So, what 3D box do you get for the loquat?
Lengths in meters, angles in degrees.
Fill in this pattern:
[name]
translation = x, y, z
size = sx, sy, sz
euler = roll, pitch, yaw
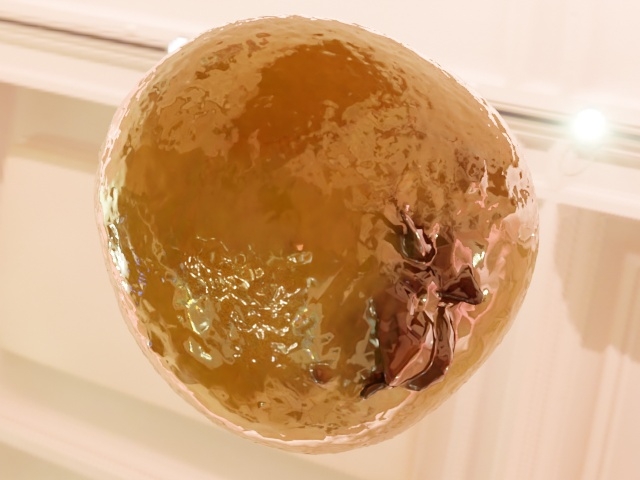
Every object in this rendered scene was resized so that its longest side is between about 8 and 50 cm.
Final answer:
[loquat]
translation = 0.000, 0.000, 0.771
size = 0.274, 0.275, 0.275
euler = 4, -83, 30
